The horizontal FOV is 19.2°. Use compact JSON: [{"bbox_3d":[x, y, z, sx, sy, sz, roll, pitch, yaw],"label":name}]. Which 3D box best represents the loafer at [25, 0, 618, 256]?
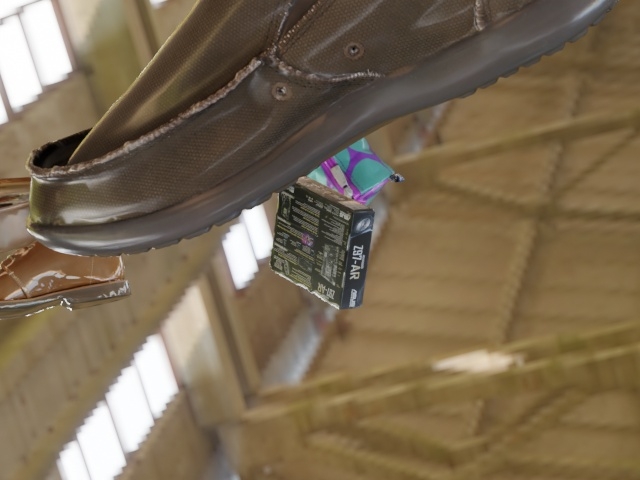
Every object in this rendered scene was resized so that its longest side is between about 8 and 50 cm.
[{"bbox_3d":[-0.017,-0.112,1.041,0.366,0.130,0.134,-27,-166,14],"label":"loafer"}]

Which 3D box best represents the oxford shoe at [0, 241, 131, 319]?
[{"bbox_3d":[-0.301,0.039,1.904,0.212,0.076,0.076,-9,174,-22],"label":"oxford shoe"}]

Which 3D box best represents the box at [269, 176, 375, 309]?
[{"bbox_3d":[0.000,0.000,1.224,0.018,0.067,0.083,-5,-160,-35],"label":"box"}]

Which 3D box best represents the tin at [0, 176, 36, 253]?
[{"bbox_3d":[-0.265,-0.015,1.354,0.190,0.040,0.106,-2,-160,31],"label":"tin"}]

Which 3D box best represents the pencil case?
[{"bbox_3d":[-0.008,-0.085,1.431,0.064,0.151,0.070,-38,180,9],"label":"pencil case"}]
